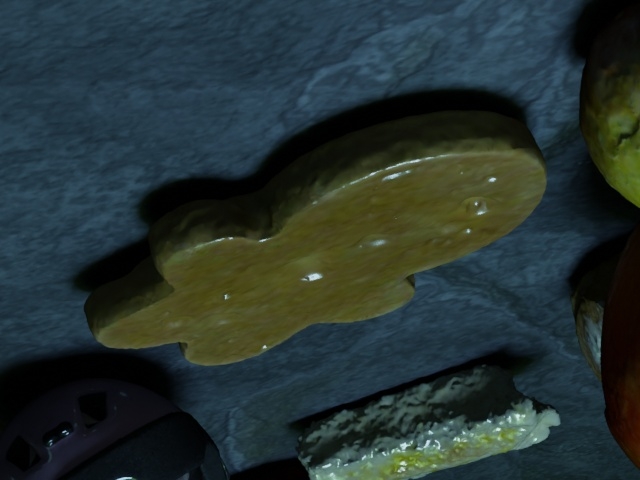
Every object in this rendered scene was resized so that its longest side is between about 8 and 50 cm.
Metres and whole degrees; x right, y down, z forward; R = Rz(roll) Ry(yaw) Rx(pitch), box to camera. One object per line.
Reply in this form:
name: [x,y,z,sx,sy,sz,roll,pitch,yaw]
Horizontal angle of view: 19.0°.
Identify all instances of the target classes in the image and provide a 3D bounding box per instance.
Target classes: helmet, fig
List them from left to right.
helmet: [-0.193,0.196,1.614,0.198,0.154,0.253,-34,177,-5]
fig: [0.275,-0.044,1.225,0.159,0.257,0.159,-27,163,-9]

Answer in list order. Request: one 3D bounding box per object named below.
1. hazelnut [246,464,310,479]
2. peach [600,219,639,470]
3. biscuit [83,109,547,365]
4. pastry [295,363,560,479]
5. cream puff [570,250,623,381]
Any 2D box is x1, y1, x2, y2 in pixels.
hazelnut: [-0.037,0.323,1.996,0.201,0.160,0.170,-34,154,25]
peach: [0.374,0.048,1.413,0.372,0.290,0.372,-14,130,-17]
biscuit: [-0.001,-0.002,1.397,0.355,0.052,0.275,-31,153,31]
pastry: [0.101,0.187,1.857,0.258,0.089,0.121,-24,158,16]
cream puff: [0.292,0.073,1.655,0.115,0.150,0.165,-27,-161,-16]
